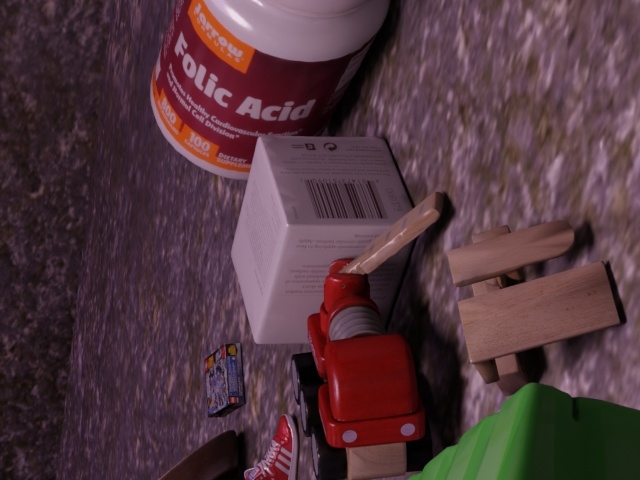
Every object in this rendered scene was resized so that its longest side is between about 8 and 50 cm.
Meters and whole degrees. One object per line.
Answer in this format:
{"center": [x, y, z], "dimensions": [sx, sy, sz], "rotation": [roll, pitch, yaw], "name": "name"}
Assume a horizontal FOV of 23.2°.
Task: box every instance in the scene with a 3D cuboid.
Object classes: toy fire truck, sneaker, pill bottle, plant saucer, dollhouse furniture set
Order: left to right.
{"center": [-0.227, 0.401, 2.296], "dimensions": [0.050, 0.310, 0.310], "rotation": [45, 148, 11], "name": "plant saucer"}
{"center": [-0.066, 0.289, 2.069], "dimensions": [0.042, 0.067, 0.118], "rotation": [-160, 71, -70], "name": "sneaker"}
{"center": [-0.051, -0.252, 1.752], "dimensions": [0.392, 0.224, 0.224], "rotation": [121, 144, -59], "name": "pill bottle"}
{"center": [0.058, 0.090, 1.577], "dimensions": [0.217, 0.158, 0.246], "rotation": [-108, 14, -61], "name": "toy fire truck"}
{"center": [0.191, 0.053, 1.336], "dimensions": [0.151, 0.123, 0.144], "rotation": [54, -157, -57], "name": "dollhouse furniture set"}

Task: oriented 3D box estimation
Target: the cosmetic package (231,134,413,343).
{"center": [0.000, 0.000, 1.721], "dimensions": [0.151, 0.151, 0.183], "rotation": [-109, 26, -44], "name": "cosmetic package"}

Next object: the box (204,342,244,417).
{"center": [-0.148, 0.214, 2.379], "dimensions": [0.137, 0.027, 0.094], "rotation": [138, 130, -67], "name": "box"}

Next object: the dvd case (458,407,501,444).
{"center": [0.158, 0.270, 1.455], "dimensions": [0.253, 0.022, 0.180], "rotation": [124, 142, -60], "name": "dvd case"}

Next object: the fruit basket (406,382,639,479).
{"center": [0.166, 0.331, 1.100], "dimensions": [0.392, 0.283, 0.392], "rotation": [-164, 90, -80], "name": "fruit basket"}
